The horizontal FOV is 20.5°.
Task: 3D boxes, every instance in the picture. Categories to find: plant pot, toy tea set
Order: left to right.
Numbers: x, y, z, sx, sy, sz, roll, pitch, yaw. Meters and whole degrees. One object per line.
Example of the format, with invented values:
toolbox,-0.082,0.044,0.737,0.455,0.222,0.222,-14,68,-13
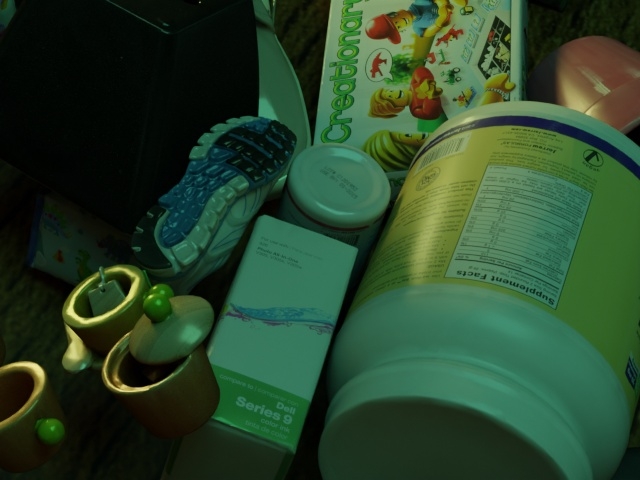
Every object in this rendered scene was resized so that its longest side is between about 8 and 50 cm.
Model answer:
toy tea set,-0.224,0.072,1.294,0.336,0.124,0.200,-14,37,20
plant pot,-0.157,-0.145,1.455,0.188,0.167,0.187,29,34,18
plant pot,0.281,-0.092,1.649,0.201,0.201,0.180,-7,37,-21

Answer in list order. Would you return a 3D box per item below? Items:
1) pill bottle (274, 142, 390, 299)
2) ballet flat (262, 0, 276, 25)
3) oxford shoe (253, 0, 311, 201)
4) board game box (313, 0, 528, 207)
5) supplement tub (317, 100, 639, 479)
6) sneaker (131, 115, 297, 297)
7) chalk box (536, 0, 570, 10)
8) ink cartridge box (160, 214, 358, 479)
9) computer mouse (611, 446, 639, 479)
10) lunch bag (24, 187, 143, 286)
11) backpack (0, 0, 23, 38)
pill bottle,0.000,0.000,1.491,0.087,0.160,0.087,9,48,-10
ballet flat,-0.076,-0.241,1.741,0.072,0.068,0.213,10,48,-8
oxford shoe,-0.135,-0.238,1.630,0.169,0.130,0.449,-16,70,-20
board game box,0.099,-0.158,1.683,0.193,0.053,0.305,-6,47,13
supplement tub,0.144,0.074,1.417,0.241,0.241,0.331,22,48,3
sneaker,-0.085,-0.023,1.422,0.071,0.083,0.191,28,56,21
chalk box,0.222,-0.382,1.880,0.289,0.180,0.179,17,48,-3
ink cartridge box,-0.051,0.110,1.384,0.093,0.154,0.212,19,47,-2
computer mouse,0.292,0.183,1.487,0.262,0.060,0.184,4,50,-14
lunch bag,-0.158,-0.019,1.513,0.128,0.096,0.151,26,33,12
backpack,-0.339,-0.195,1.577,0.182,0.152,0.115,-25,51,-19
